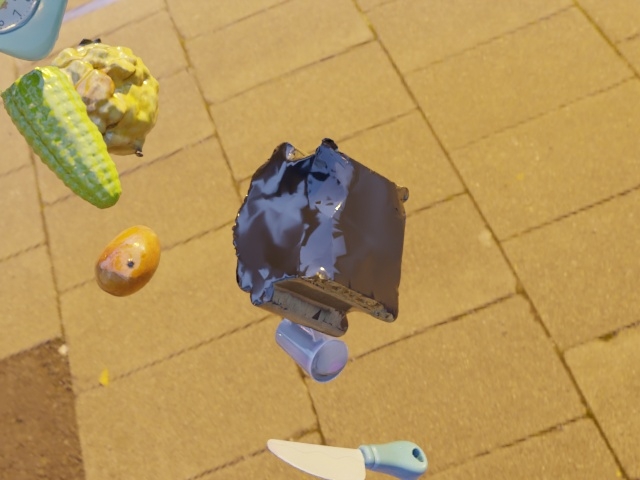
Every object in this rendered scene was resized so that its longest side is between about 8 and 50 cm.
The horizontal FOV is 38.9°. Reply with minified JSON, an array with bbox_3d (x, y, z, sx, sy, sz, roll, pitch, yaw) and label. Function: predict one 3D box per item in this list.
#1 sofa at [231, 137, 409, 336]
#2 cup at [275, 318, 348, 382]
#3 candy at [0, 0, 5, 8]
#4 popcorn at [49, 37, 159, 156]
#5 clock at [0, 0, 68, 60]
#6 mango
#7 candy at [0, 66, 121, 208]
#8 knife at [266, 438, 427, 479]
[{"bbox_3d":[0.000,0.000,1.352,0.182,0.200,0.258,-15,60,43],"label":"sofa"},{"bbox_3d":[-0.018,0.156,1.424,0.074,0.104,0.116,-33,40,-22],"label":"cup"},{"bbox_3d":[-0.415,-0.222,0.833,0.172,0.263,0.398,-42,37,30],"label":"candy"},{"bbox_3d":[-0.438,-0.265,1.800,0.252,0.286,0.215,-40,75,17],"label":"popcorn"},{"bbox_3d":[-0.403,-0.313,1.102,0.060,0.188,0.148,36,107,59],"label":"clock"},{"bbox_3d":[-0.313,0.029,1.498,0.115,0.089,0.165,-35,16,30],"label":"mango"},{"bbox_3d":[-0.338,-0.133,1.214,0.096,0.097,0.209,-34,94,-8],"label":"candy"},{"bbox_3d":[0.038,0.262,1.072,0.032,0.244,0.058,-45,50,32],"label":"knife"}]
